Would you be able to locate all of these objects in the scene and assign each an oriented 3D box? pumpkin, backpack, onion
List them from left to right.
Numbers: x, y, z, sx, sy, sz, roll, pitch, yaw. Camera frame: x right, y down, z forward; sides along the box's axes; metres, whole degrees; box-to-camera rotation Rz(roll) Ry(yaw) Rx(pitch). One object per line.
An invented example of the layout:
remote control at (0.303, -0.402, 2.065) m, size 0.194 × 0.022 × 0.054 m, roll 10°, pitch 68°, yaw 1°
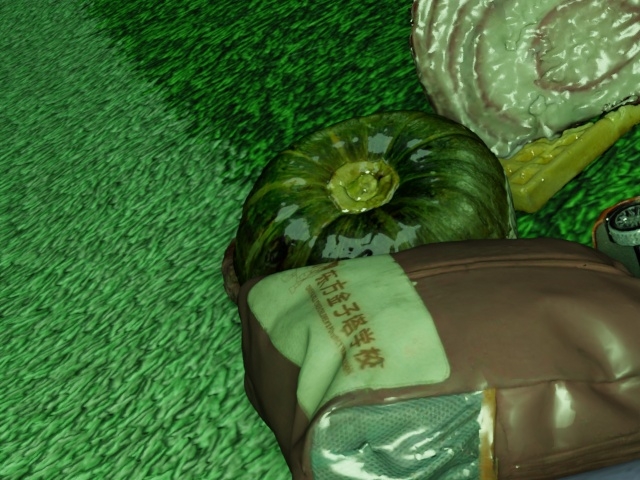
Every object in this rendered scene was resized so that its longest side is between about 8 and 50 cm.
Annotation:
pumpkin at (0.051, 0.011, 1.294) m, size 0.260 × 0.189 × 0.260 m, roll -5°, pitch 46°, yaw 6°
backpack at (0.113, 0.103, 1.047) m, size 0.317 × 0.197 × 0.283 m, roll -9°, pitch 28°, yaw -11°
onion at (0.243, -0.249, 1.511) m, size 0.314 × 0.280 × 0.146 m, roll -20°, pitch 12°, yaw 10°

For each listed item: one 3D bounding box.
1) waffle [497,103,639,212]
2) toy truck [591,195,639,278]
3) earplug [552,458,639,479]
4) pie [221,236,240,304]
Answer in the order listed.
waffle at (0.234, -0.094, 1.483) m, size 0.191 × 0.032 × 0.125 m, roll -38°, pitch 26°, yaw -27°
toy truck at (0.345, -0.002, 1.121) m, size 0.253 × 0.107 × 0.114 m, roll -4°, pitch 33°, yaw 34°
earplug at (0.094, 0.237, 0.808) m, size 0.456 × 0.215 × 0.215 m, roll -15°, pitch 28°, yaw 28°
pie at (0.000, 0.000, 1.487) m, size 0.219 × 0.054 × 0.204 m, roll -20°, pitch 27°, yaw 12°
